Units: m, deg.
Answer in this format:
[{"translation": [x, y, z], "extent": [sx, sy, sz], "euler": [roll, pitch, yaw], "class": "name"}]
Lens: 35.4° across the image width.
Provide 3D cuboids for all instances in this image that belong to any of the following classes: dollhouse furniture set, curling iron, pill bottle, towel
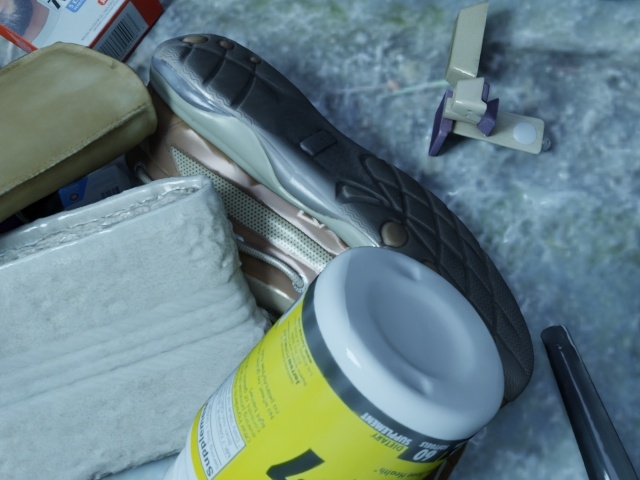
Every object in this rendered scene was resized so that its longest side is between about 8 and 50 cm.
[{"translation": [0.131, -0.117, 0.694], "extent": [0.081, 0.091, 0.114], "euler": [12, 72, -2], "class": "dollhouse furniture set"}, {"translation": [0.178, 0.181, 0.607], "extent": [0.068, 0.035, 0.274], "euler": [-13, 71, 6], "class": "curling iron"}, {"translation": [-0.003, 0.111, 0.576], "extent": [0.119, 0.119, 0.208], "euler": [54, 126, 20], "class": "pill bottle"}, {"translation": [-0.168, 0.080, 0.639], "extent": [0.282, 0.187, 0.049], "euler": [-19, 33, 3], "class": "towel"}]

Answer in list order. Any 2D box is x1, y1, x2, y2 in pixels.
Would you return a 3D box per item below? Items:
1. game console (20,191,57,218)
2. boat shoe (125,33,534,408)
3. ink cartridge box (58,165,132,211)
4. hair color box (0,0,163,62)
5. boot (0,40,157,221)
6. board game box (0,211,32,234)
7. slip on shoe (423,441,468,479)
[{"translation": [-0.382, -0.058, 0.717], "extent": [0.293, 0.173, 0.250], "euler": [-44, 70, -4], "class": "game console"}, {"translation": [0.000, 0.000, 0.669], "extent": [0.324, 0.123, 0.116], "euler": [43, 118, 11], "class": "boat shoe"}, {"translation": [-0.154, -0.007, 0.733], "extent": [0.048, 0.028, 0.083], "euler": [-24, 70, 3], "class": "ink cartridge box"}, {"translation": [-0.220, -0.198, 0.794], "extent": [0.167, 0.053, 0.093], "euler": [32, 82, 20], "class": "hair color box"}, {"translation": [-0.271, -0.037, 0.622], "extent": [0.236, 0.089, 0.269], "euler": [24, 52, 34], "class": "boot"}, {"translation": [-0.369, 0.067, 0.692], "extent": [0.347, 0.056, 0.208], "euler": [-44, 105, -5], "class": "board game box"}, {"translation": [0.044, 0.162, 0.638], "extent": [0.041, 0.051, 0.135], "euler": [24, 85, 57], "class": "slip on shoe"}]
